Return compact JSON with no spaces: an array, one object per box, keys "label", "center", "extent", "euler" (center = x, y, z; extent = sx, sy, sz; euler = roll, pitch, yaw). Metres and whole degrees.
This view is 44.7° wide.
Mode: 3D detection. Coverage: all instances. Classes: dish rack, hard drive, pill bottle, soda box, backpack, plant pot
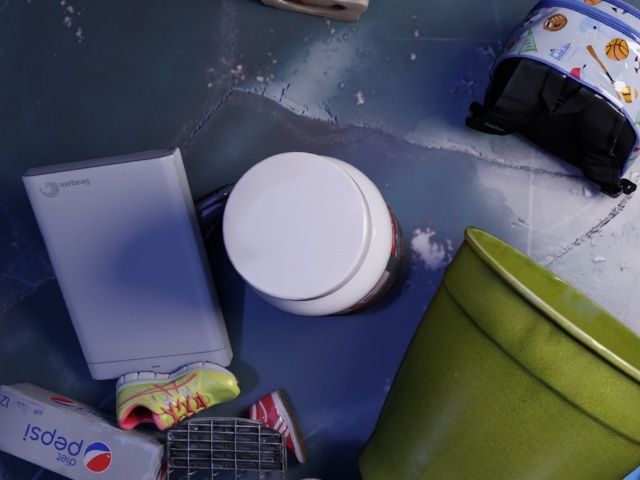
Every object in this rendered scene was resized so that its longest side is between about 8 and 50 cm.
[{"label":"dish rack","center":[-0.140,0.401,1.184],"extent":[0.208,0.074,0.272],"euler":[0,91,9]},{"label":"hard drive","center":[-0.285,0.046,1.181],"extent":[0.233,0.047,0.353],"euler":[-7,114,9]},{"label":"pill bottle","center":[0.000,0.000,1.061],"extent":[0.210,0.363,0.210],"euler":[-1,85,9]},{"label":"soda box","center":[-0.380,0.318,1.235],"extent":[0.286,0.091,0.098],"euler":[17,87,11]},{"label":"backpack","center":[0.360,-0.214,1.070],"extent":[0.276,0.263,0.213],"euler":[28,90,12]},{"label":"plant pot","center":[0.241,0.230,1.029],"extent":[0.366,0.366,0.353],"euler":[37,103,11]}]

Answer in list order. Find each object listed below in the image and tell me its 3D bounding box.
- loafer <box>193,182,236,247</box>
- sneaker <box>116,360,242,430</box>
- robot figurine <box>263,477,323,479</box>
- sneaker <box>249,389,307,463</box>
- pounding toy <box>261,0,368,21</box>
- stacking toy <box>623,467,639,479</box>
[{"label":"loafer","center":[-0.237,0.016,1.245],"extent":[0.302,0.109,0.095],"euler":[-30,99,12]},{"label":"sneaker","center":[-0.221,0.251,1.201],"extent":[0.208,0.081,0.094],"euler":[-11,40,11]},{"label":"robot figurine","center":[0.033,0.457,1.051],"extent":[0.353,0.300,0.200],"euler":[33,118,-21]},{"label":"sneaker","center":[-0.070,0.299,1.208],"extent":[0.067,0.042,0.118],"euler":[-27,73,3]},{"label":"pounding toy","center":[-0.038,-0.453,1.216],"extent":[0.269,0.154,0.155],"euler":[14,87,10]},{"label":"stacking toy","center":[0.495,0.328,0.936],"extent":[0.175,0.302,0.166],"euler":[-31,81,6]}]
